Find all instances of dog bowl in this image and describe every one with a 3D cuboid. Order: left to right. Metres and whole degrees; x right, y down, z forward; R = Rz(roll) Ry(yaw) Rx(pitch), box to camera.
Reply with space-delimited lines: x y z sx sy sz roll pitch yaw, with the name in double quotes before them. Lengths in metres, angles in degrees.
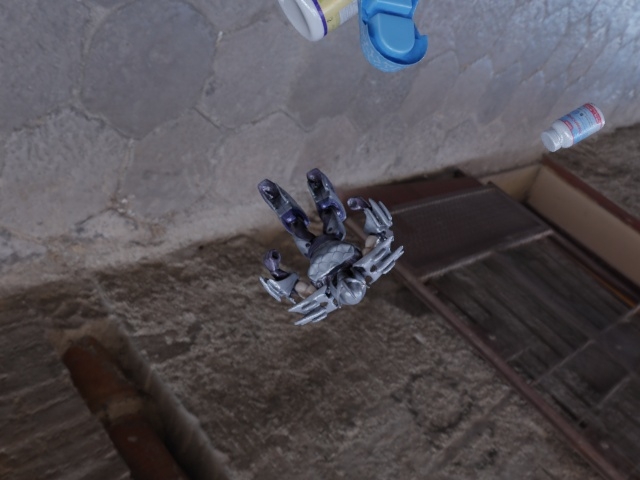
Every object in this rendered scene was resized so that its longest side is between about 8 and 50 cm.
"dog bowl" 0.170 -0.553 1.536 0.166 0.297 0.074 2 166 -22

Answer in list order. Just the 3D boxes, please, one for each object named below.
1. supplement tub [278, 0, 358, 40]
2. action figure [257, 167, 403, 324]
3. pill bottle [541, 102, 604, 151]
"supplement tub" 0.044 -0.814 1.950 0.331 0.241 0.241 -37 153 -5
"action figure" 0.000 0.000 0.832 0.185 0.285 0.099 -27 124 -1
"pill bottle" 0.721 -0.322 1.780 0.160 0.087 0.087 -30 153 -2
